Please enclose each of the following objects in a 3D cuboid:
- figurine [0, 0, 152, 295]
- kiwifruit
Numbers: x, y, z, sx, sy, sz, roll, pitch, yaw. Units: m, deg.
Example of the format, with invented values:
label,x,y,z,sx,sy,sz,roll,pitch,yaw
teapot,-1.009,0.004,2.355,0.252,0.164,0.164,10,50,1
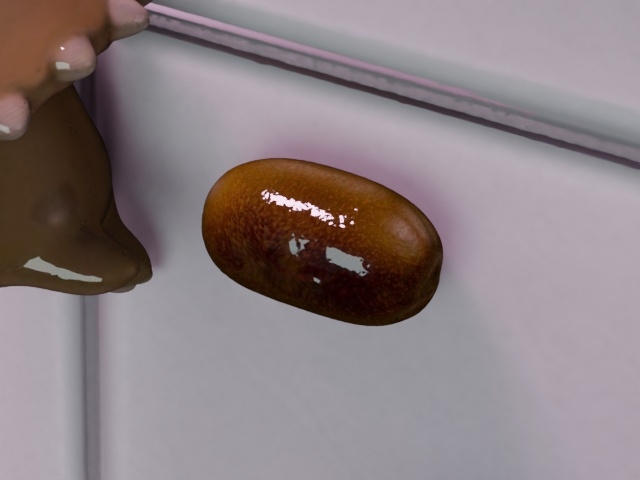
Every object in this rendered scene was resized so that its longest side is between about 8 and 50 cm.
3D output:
label,x,y,z,sx,sy,sz,roll,pitch,yaw
figurine,-0.157,-0.067,0.899,0.173,0.177,0.247,-6,104,53
kiwifruit,0.000,0.000,0.915,0.124,0.075,0.075,14,124,20
